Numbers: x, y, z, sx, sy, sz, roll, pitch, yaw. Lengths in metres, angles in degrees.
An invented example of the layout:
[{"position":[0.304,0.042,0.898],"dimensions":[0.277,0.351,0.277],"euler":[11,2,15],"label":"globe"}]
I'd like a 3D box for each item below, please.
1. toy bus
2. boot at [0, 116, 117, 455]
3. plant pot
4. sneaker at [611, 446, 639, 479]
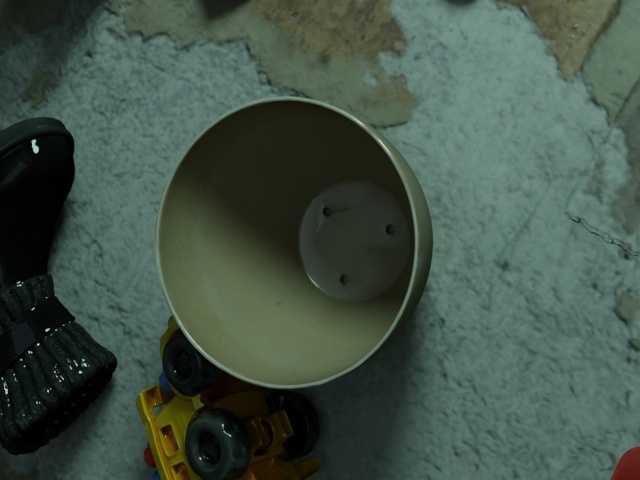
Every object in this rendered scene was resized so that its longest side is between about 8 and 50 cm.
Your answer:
[{"position":[-0.132,0.196,1.363],"dimensions":[0.211,0.149,0.220],"euler":[-30,76,38],"label":"toy bus"},{"position":[-0.334,0.056,1.441],"dimensions":[0.260,0.131,0.348],"euler":[46,119,24],"label":"boot"},{"position":[0.000,0.000,1.259],"dimensions":[0.284,0.191,0.284],"euler":[1,92,25],"label":"plant pot"},{"position":[0.311,0.321,1.186],"dimensions":[0.087,0.128,0.221],"euler":[7,58,6],"label":"sneaker"}]
